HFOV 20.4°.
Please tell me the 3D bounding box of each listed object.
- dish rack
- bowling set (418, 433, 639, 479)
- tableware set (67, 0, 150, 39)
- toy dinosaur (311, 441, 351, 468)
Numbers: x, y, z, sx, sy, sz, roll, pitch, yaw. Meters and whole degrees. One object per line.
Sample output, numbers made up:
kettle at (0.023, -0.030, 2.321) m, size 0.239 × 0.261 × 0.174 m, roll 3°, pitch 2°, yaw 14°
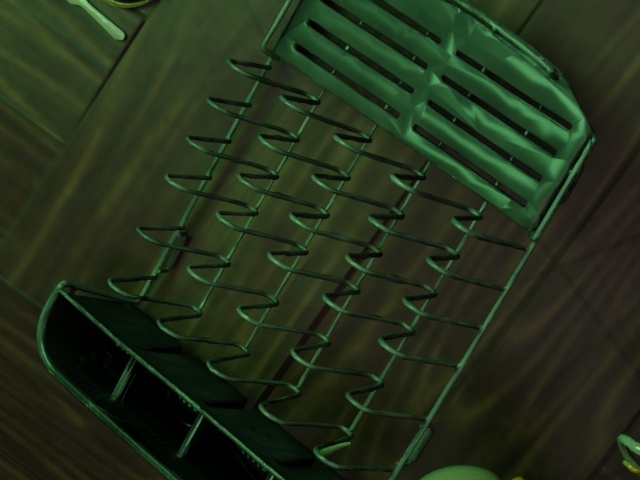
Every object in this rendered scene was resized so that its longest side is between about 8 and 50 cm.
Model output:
dish rack at (0.000, 0.000, 0.877) m, size 0.208 × 0.074 × 0.271 m, roll 36°, pitch 104°, yaw 26°
bowling set at (0.196, 0.179, 0.827) m, size 0.287 × 0.154 × 0.200 m, roll -19°, pitch 62°, yaw 11°
tableware set at (-0.102, -0.189, 0.922) m, size 0.104 × 0.024 × 0.154 m, roll 40°, pitch 104°, yaw 2°
toy dinosaur at (-0.036, 0.177, 0.967) m, size 0.092 × 0.053 × 0.183 m, roll 7°, pitch 109°, yaw -6°
